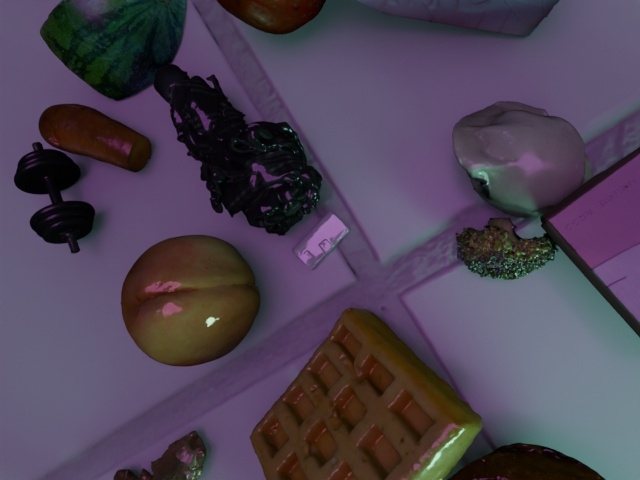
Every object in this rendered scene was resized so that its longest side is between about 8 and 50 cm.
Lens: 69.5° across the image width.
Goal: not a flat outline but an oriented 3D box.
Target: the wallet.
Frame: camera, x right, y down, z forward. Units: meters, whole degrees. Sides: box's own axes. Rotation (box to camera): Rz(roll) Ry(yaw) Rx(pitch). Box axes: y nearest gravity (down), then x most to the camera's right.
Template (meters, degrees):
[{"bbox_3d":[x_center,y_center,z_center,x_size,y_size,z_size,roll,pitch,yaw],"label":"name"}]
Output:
[{"bbox_3d":[0.000,0.000,0.664,0.083,0.011,0.044,-46,74,7],"label":"wallet"}]

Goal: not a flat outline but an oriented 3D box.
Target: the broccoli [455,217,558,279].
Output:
[{"bbox_3d":[0.227,0.005,0.565,0.097,0.095,0.092,-25,51,48],"label":"broccoli"}]

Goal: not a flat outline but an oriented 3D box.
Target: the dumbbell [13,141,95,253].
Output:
[{"bbox_3d":[-0.435,-0.072,0.757,0.099,0.099,0.208,-29,77,12],"label":"dumbbell"}]

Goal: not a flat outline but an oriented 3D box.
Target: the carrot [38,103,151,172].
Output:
[{"bbox_3d":[-0.372,-0.174,0.759,0.194,0.087,0.087,16,89,17],"label":"carrot"}]

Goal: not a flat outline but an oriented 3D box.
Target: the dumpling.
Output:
[{"bbox_3d":[0.252,-0.107,0.564,0.177,0.092,0.150,8,76,20],"label":"dumpling"}]

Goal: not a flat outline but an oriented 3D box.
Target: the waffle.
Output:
[{"bbox_3d":[0.032,0.228,0.544,0.248,0.055,0.221,-52,35,3],"label":"waffle"}]

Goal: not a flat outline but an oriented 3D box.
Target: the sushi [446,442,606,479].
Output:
[{"bbox_3d":[0.242,0.299,0.495,0.287,0.149,0.140,-1,118,17],"label":"sushi"}]

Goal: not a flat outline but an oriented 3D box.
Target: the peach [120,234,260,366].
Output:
[{"bbox_3d":[-0.177,0.080,0.625,0.184,0.184,0.184,-2,83,17],"label":"peach"}]

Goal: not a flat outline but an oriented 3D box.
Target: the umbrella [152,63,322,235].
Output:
[{"bbox_3d":[-0.130,-0.159,0.665,0.154,0.128,0.336,-36,72,12],"label":"umbrella"}]

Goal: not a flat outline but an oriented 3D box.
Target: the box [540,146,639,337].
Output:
[{"bbox_3d":[0.379,-0.005,0.461,0.215,0.086,0.215,-40,75,14],"label":"box"}]

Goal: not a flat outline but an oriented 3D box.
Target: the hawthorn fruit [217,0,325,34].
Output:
[{"bbox_3d":[-0.083,-0.382,0.632,0.179,0.200,0.179,18,114,46],"label":"hawthorn fruit"}]

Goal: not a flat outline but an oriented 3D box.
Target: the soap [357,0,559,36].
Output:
[{"bbox_3d":[0.123,-0.350,0.536,0.324,0.193,0.109,12,88,3],"label":"soap"}]

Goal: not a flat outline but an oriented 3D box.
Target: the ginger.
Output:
[{"bbox_3d":[-0.235,0.344,0.678,0.173,0.051,0.069,-30,73,10],"label":"ginger"}]

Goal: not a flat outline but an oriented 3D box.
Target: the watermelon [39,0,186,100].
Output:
[{"bbox_3d":[-0.315,-0.330,0.757,0.231,0.128,0.146,-27,95,10],"label":"watermelon"}]
